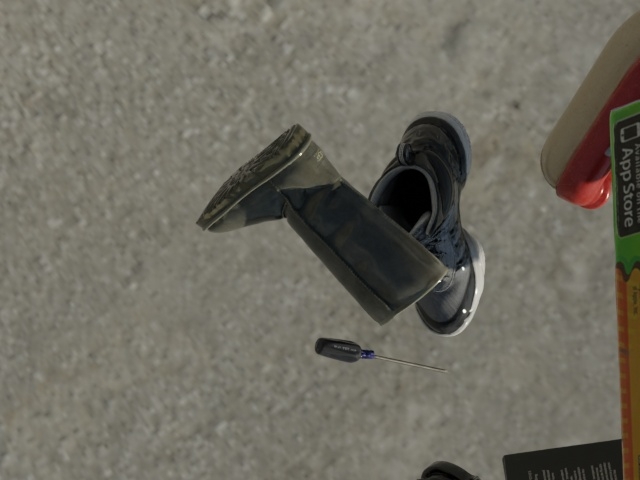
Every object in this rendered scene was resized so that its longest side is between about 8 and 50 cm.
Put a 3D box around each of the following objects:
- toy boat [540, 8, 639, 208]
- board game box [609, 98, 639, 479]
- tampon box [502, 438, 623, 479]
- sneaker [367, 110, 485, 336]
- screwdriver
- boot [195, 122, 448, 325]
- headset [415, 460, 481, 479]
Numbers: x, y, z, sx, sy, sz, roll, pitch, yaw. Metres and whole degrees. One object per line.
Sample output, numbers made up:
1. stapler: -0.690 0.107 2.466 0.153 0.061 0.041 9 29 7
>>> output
1. toy boat: 0.307 -0.109 1.323 0.151 0.151 0.231 -31 156 -53
2. board game box: 0.415 0.078 0.838 0.356 0.356 0.356 11 72 -32
3. tampon box: 0.227 0.224 1.154 0.161 0.101 0.120 -9 140 8
4. sneaker: 0.114 -0.001 1.720 0.153 0.101 0.268 -39 127 -60
5. screwdriver: 0.069 0.126 1.668 0.170 0.025 0.024 10 133 -30
6. boot: -0.001 0.002 1.517 0.208 0.076 0.189 43 137 -15
7. headset: 0.140 0.419 2.019 0.243 0.394 0.185 -38 88 1
